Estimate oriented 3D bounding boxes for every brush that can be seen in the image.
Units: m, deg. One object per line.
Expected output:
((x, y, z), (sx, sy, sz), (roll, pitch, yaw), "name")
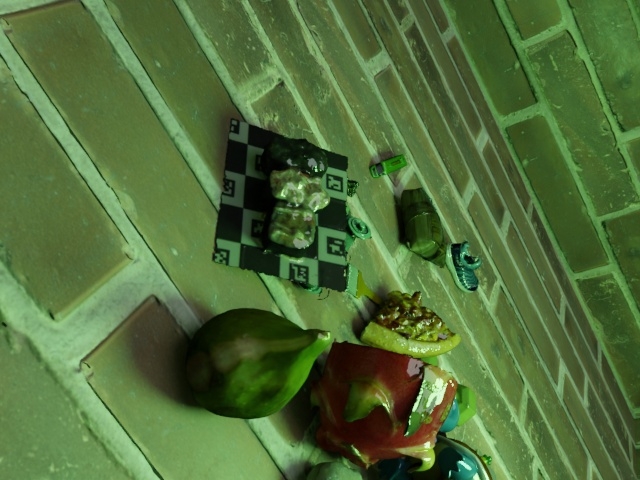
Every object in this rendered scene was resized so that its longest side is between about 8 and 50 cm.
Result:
((0.129, 0.142, 1.649), (0.205, 0.011, 0.083), (41, 43, -38), "brush")

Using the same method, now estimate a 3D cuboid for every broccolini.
((0.033, -0.156, 1.656), (0.194, 0.054, 0.052), (6, 38, -48), "broccolini")

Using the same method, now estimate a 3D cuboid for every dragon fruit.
((0.118, 0.352, 1.275), (0.305, 0.306, 0.225), (37, 66, -41), "dragon fruit")

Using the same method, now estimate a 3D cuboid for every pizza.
((0.228, 0.204, 1.619), (0.290, 0.081, 0.228), (7, 36, -18), "pizza")

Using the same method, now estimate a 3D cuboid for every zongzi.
((0.343, -0.040, 1.983), (0.242, 0.112, 0.220), (31, 48, -55), "zongzi")

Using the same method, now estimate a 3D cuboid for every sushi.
((-0.054, -0.103, 1.310), (0.297, 0.100, 0.372), (15, 56, -20), "sushi")

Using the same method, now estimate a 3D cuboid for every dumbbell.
((0.316, 0.397, 1.696), (0.302, 0.121, 0.108), (45, 69, -35), "dumbbell")

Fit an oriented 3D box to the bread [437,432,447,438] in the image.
((0.281, 0.556, 1.587), (0.139, 0.095, 0.268), (46, 25, -36), "bread")

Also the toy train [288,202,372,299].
((-0.006, 0.004, 1.453), (0.190, 0.126, 0.307), (36, 36, 5), "toy train")

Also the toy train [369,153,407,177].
((0.217, -0.235, 1.956), (0.209, 0.042, 0.044), (-29, 97, -58), "toy train")

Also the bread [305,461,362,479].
((0.005, 0.585, 1.144), (0.183, 0.102, 0.337), (21, 58, -45), "bread")

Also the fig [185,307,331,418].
((-0.085, 0.199, 1.052), (0.206, 0.275, 0.206), (35, 45, -44), "fig")

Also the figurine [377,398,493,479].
((0.279, 0.551, 1.389), (0.243, 0.298, 0.416), (-1, 69, -56), "figurine")

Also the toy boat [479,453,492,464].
((0.444, 0.711, 1.721), (0.088, 0.089, 0.229), (7, 68, -14), "toy boat")

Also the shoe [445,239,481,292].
((0.504, 0.090, 2.150), (0.207, 0.106, 0.091), (61, 34, -24), "shoe")

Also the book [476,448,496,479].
((0.483, 0.733, 1.849), (0.127, 0.014, 0.181), (57, 35, -20), "book")
